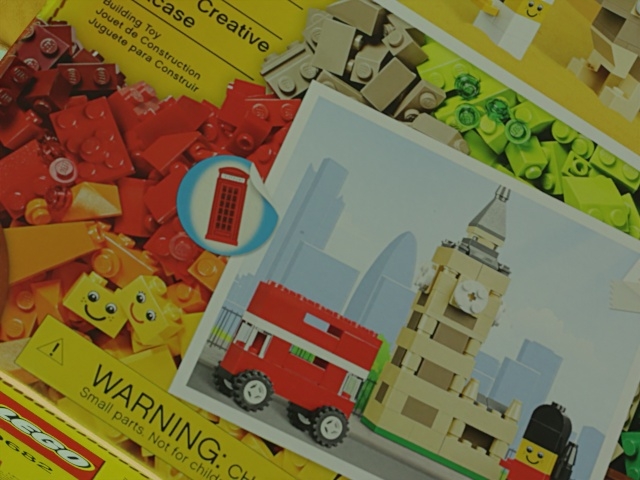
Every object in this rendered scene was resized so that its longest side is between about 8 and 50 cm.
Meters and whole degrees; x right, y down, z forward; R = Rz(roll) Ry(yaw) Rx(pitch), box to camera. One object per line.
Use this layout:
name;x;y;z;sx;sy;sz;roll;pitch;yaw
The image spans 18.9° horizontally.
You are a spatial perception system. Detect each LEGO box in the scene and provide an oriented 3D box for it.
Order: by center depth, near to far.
LEGO box;0.104;0.034;0.857;0.500;0.372;0.193;33;158;-2

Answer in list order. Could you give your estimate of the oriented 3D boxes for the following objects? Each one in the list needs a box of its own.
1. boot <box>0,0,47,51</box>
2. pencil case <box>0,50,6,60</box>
boot;-0.153;-0.182;1.214;0.295;0.104;0.211;61;139;19
pencil case;-0.249;-0.129;1.498;0.273;0.113;0.124;17;179;43
